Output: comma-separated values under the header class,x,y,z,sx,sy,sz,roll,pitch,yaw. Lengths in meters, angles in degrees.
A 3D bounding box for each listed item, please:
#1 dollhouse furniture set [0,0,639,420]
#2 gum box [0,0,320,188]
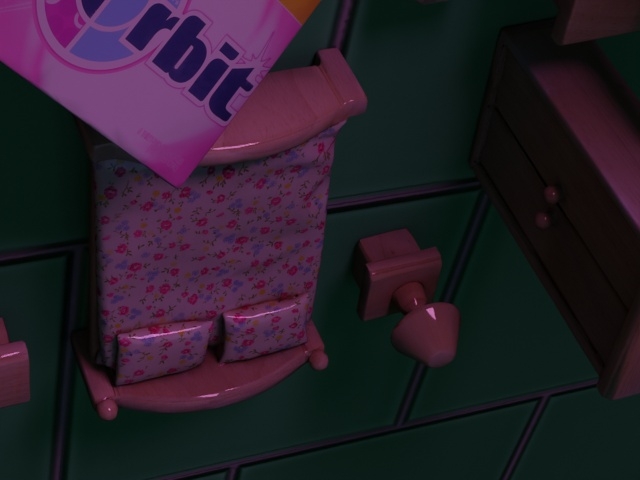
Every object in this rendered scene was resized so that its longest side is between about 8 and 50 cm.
class,x,y,z,sx,sy,sz,roll,pitch,yaw
dollhouse furniture set,0.000,0.000,0.669,0.356,0.173,0.303,-13,141,-19
gum box,-0.087,-0.109,0.548,0.107,0.062,0.188,-52,140,0
